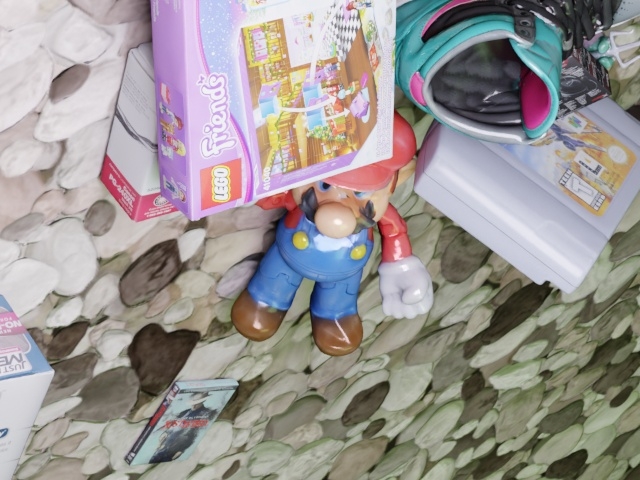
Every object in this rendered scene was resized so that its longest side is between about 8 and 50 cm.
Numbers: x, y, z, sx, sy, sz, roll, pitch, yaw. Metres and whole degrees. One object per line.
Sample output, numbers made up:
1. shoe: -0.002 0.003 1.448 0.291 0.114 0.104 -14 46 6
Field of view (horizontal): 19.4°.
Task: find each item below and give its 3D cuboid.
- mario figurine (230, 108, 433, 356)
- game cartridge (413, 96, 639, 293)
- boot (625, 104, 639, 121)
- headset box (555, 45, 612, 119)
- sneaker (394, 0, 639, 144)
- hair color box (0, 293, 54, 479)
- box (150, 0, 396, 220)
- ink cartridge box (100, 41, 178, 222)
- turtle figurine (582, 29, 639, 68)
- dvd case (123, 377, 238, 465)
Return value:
1. mario figurine: 0.000 0.000 1.751 0.198 0.170 0.320 -19 146 -27
2. game cartridge: 0.204 -0.081 1.754 0.062 0.198 0.297 -50 179 36
3. boot: 0.363 -0.108 2.123 0.106 0.037 0.114 -19 149 -25
4. headset box: 0.220 -0.153 1.723 0.062 0.032 0.083 -25 140 29
5. sneaker: 0.196 -0.175 1.591 0.296 0.178 0.123 -18 128 3
6. hair color box: -0.381 0.214 1.690 0.174 0.105 0.347 -10 140 -40
7. box: -0.035 -0.178 1.494 0.201 0.057 0.293 -18 126 -29
8. ink cartridge box: -0.115 -0.099 1.595 0.109 0.063 0.150 -16 143 -33
9. turtle figurine: 0.237 -0.239 1.730 0.234 0.118 0.175 -16 129 -5
10. dvd case: -0.148 0.194 2.000 0.087 0.013 0.119 1 131 -47
